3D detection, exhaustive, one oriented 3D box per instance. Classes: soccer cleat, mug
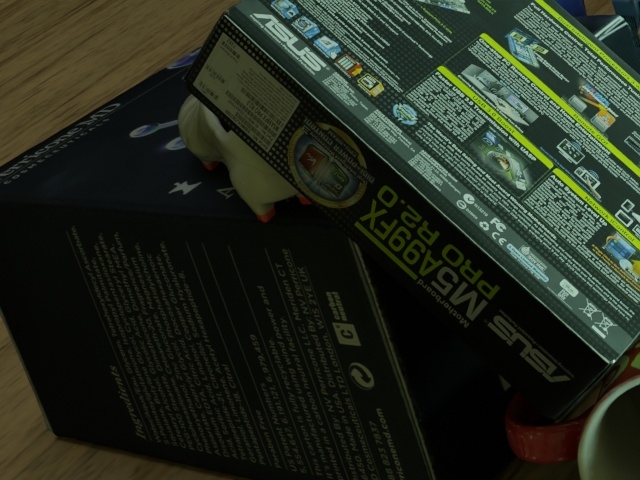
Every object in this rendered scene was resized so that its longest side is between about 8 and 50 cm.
[{"bbox_3d":[-0.046,-0.074,1.056,0.068,0.076,0.196,-22,22,-8],"label":"soccer cleat"},{"bbox_3d":[0.194,0.079,1.002,0.150,0.113,0.169,23,27,5],"label":"mug"}]

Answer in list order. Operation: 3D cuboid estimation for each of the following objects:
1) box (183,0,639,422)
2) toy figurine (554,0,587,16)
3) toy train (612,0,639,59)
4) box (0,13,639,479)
[{"bbox_3d":[0.091,-0.057,0.979,0.216,0.270,0.060,-40,-10,-47],"label":"box"},{"bbox_3d":[0.183,-0.240,1.703,0.217,0.191,0.362,-10,24,7],"label":"toy figurine"},{"bbox_3d":[0.366,-0.221,1.647,0.184,0.080,0.105,-23,16,-11],"label":"toy train"},{"bbox_3d":[0.000,0.000,1.229,0.395,0.212,0.293,4,31,44],"label":"box"}]
